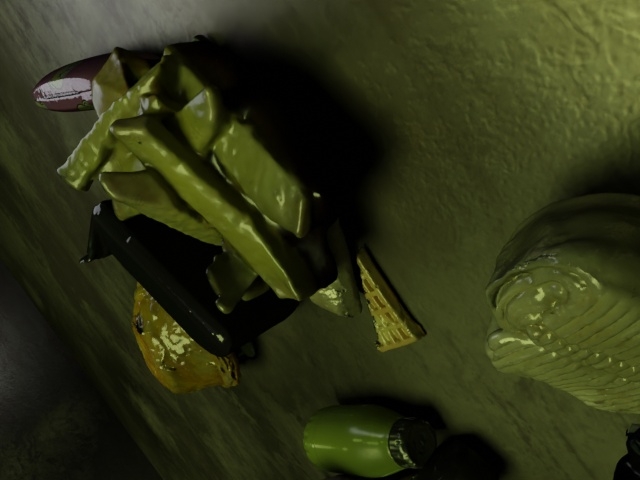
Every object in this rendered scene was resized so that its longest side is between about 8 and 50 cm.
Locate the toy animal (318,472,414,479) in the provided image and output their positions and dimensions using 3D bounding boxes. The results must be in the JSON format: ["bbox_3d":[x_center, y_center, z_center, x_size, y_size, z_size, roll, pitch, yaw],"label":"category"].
[{"bbox_3d":[0.076,0.499,1.003,0.227,0.188,0.358,-1,154,8],"label":"toy animal"}]

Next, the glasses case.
[{"bbox_3d":[-0.367,-0.256,0.948,0.316,0.123,0.076,9,127,45],"label":"glasses case"}]

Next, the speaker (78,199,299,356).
[{"bbox_3d":[-0.236,0.058,0.997,0.388,0.180,0.184,39,131,22],"label":"speaker"}]

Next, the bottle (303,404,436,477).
[{"bbox_3d":[0.077,0.319,0.933,0.112,0.112,0.260,57,146,-5],"label":"bottle"}]

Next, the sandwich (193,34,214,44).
[{"bbox_3d":[-0.144,-0.212,0.803,0.067,0.029,0.135,16,133,41],"label":"sandwich"}]

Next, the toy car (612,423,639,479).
[{"bbox_3d":[0.392,0.273,0.518,0.193,0.118,0.301,-14,108,45],"label":"toy car"}]

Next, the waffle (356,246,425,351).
[{"bbox_3d":[0.073,0.085,0.813,0.152,0.023,0.097,55,145,-5],"label":"waffle"}]

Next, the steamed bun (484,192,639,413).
[{"bbox_3d":[0.239,0.042,0.480,0.218,0.144,0.211,19,151,-3],"label":"steamed bun"}]

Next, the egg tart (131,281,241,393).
[{"bbox_3d":[-0.301,0.185,1.212,0.351,0.153,0.339,1,118,62],"label":"egg tart"}]

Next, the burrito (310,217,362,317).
[{"bbox_3d":[0.000,0.000,0.791,0.087,0.060,0.226,12,129,38],"label":"burrito"}]

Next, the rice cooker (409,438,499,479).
[{"bbox_3d":[0.186,0.358,0.839,0.106,0.112,0.165,33,142,18],"label":"rice cooker"}]

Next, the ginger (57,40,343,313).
[{"bbox_3d":[-0.171,-0.049,0.746,0.413,0.211,0.358,39,148,38],"label":"ginger"}]

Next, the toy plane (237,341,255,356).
[{"bbox_3d":[-0.168,0.191,1.177,0.111,0.040,0.102,64,163,-12],"label":"toy plane"}]
